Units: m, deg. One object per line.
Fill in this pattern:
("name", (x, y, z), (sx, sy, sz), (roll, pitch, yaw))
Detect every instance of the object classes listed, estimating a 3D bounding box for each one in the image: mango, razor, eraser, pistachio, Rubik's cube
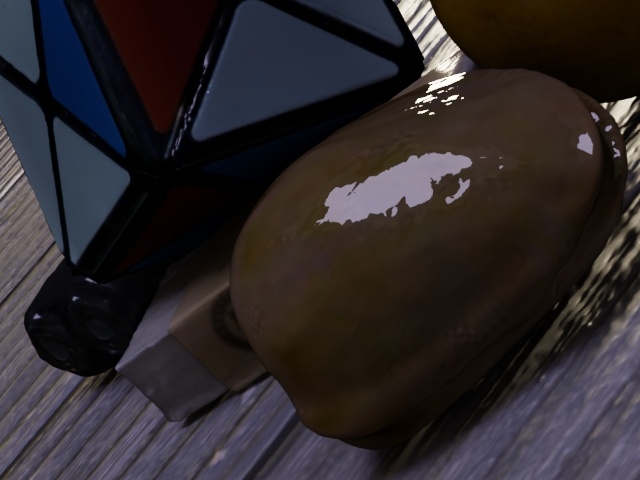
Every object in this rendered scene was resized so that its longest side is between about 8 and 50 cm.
("mango", (0.177, -0.212, 1.190), (0.264, 0.221, 0.378), (-50, 9, -4))
("razor", (-0.137, -0.029, 1.660), (0.189, 0.107, 0.326), (-23, 33, 53))
("eraser", (0.000, 0.000, 1.343), (0.343, 0.078, 0.144), (-35, 19, 32))
("pistachio", (0.062, -0.008, 1.089), (0.260, 0.163, 0.212), (-37, 53, 21))
("Rubik's cube", (-0.104, -0.144, 1.423), (0.248, 0.250, 0.246), (-20, -13, -28))
